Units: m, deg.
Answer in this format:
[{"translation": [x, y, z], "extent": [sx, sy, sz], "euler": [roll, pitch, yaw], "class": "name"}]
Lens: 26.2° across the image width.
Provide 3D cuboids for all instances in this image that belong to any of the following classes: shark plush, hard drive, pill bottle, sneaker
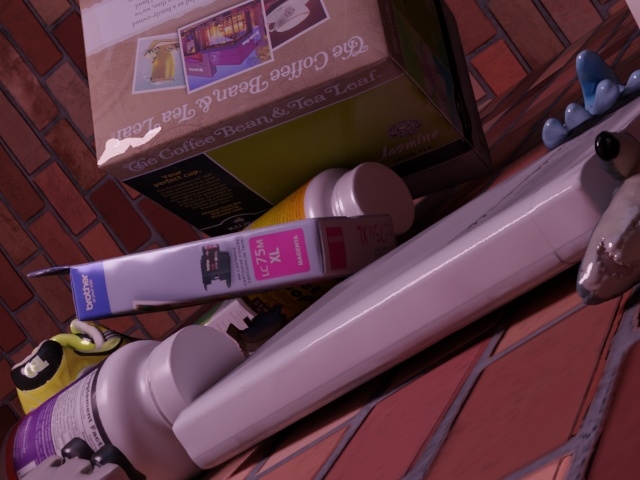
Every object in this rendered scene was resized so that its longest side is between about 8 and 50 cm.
[{"translation": [0.158, -0.023, 0.659], "extent": [0.161, 0.073, 0.067], "euler": [-53, -14, -63], "class": "shark plush"}, {"translation": [0.083, 0.017, 0.869], "extent": [0.353, 0.047, 0.233], "euler": [-34, 2, 40], "class": "hard drive"}, {"translation": [0.000, 0.000, 1.456], "extent": [0.215, 0.117, 0.117], "euler": [-34, 4, 44], "class": "pill bottle"}, {"translation": [-0.139, 0.138, 1.001], "extent": [0.193, 0.108, 0.108], "euler": [-34, 4, 34], "class": "pill bottle"}, {"translation": [-0.197, 0.136, 1.343], "extent": [0.145, 0.147, 0.384], "euler": [-38, 2, -2], "class": "sneaker"}]

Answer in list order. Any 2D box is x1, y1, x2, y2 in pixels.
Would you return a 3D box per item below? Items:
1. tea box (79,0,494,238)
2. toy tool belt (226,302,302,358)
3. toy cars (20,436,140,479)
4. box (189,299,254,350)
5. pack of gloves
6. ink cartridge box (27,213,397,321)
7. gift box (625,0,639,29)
[{"translation": [-0.031, -0.168, 1.488], "extent": [0.329, 0.220, 0.323], "euler": [-18, -24, 18], "class": "tea box"}, {"translation": [-0.050, 0.084, 1.359], "extent": [0.083, 0.051, 0.052], "euler": [-38, 3, -29], "class": "toy tool belt"}, {"translation": [-0.233, 0.235, 0.889], "extent": [0.393, 0.087, 0.176], "euler": [-31, 10, 27], "class": "toy cars"}, {"translation": [-0.038, 0.051, 1.720], "extent": [0.322, 0.058, 0.232], "euler": [-35, 3, 7], "class": "box"}, {"translation": [0.234, -0.126, 0.953], "extent": [0.195, 0.046, 0.232], "euler": [-30, -6, 8], "class": "pack of gloves"}, {"translation": [-0.101, 0.029, 1.317], "extent": [0.311, 0.065, 0.186], "euler": [-8, -2, 24], "class": "ink cartridge box"}, {"translation": [0.339, -0.306, 1.112], "extent": [0.258, 0.255, 0.276], "euler": [-36, 8, -31], "class": "gift box"}]
